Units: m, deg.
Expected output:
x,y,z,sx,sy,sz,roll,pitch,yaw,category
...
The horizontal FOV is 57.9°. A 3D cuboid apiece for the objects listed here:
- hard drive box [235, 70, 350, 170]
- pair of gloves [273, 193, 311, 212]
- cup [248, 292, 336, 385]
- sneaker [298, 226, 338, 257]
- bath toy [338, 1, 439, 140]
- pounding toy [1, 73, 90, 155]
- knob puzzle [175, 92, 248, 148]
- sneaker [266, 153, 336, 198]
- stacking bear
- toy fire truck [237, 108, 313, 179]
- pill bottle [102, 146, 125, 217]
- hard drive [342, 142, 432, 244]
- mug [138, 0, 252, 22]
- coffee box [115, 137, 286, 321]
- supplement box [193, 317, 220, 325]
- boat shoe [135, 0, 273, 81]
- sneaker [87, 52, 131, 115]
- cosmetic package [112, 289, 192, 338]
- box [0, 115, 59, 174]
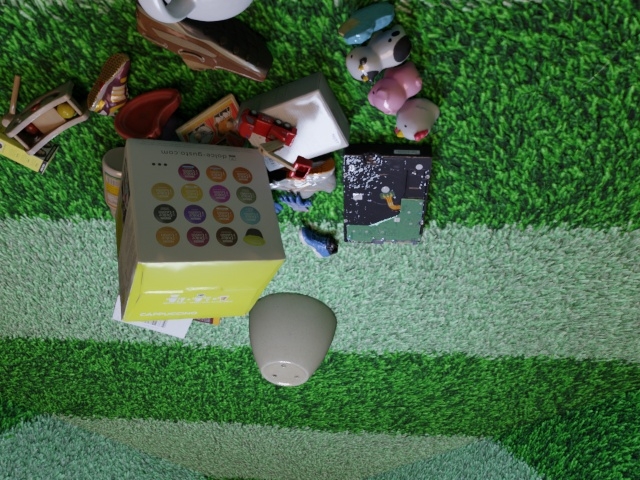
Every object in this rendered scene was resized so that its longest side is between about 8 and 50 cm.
x,y,z,sx,sy,sz,roll,pitch,yaw,category
-0.065,-0.296,1.465,0.232,0.089,0.181,-14,133,21,hard drive box
-0.115,-0.105,1.667,0.199,0.023,0.159,4,169,14,pair of gloves
-0.114,0.382,2.088,0.332,0.236,0.331,4,138,3,cup
0.000,-0.001,1.791,0.085,0.058,0.152,-13,138,28,sneaker
0.167,-0.361,1.338,0.152,0.128,0.348,-18,132,24,bath toy
-0.733,-0.328,1.468,0.270,0.154,0.154,-17,132,23,pounding toy
-0.258,-0.255,1.494,0.213,0.030,0.213,-24,136,-25,knob puzzle
-0.079,-0.158,1.613,0.263,0.099,0.121,-4,141,13,sneaker
-0.397,-0.236,1.530,0.164,0.175,0.289,9,150,26,stacking bear
-0.110,-0.230,1.376,0.192,0.135,0.047,20,135,-13,toy fire truck
-0.560,-0.155,1.658,0.118,0.117,0.208,12,136,-6,pill bottle
0.182,-0.124,1.635,0.237,0.064,0.338,2,136,6,hard drive
-0.230,-0.548,1.015,0.277,0.373,0.328,15,147,7,mug
-0.322,-0.012,1.457,0.338,0.334,0.338,0,150,-26,coffee box
-0.404,0.151,1.910,0.194,0.191,0.129,13,137,-6,supplement box
-0.266,-0.452,1.315,0.324,0.122,0.120,28,139,-10,boat shoe
-0.509,-0.389,1.449,0.084,0.069,0.185,13,136,-46,sneaker
-0.436,0.065,1.682,0.218,0.384,0.156,18,140,-15,cosmetic package
-0.855,-0.279,1.589,0.232,0.087,0.058,29,130,-21,box
